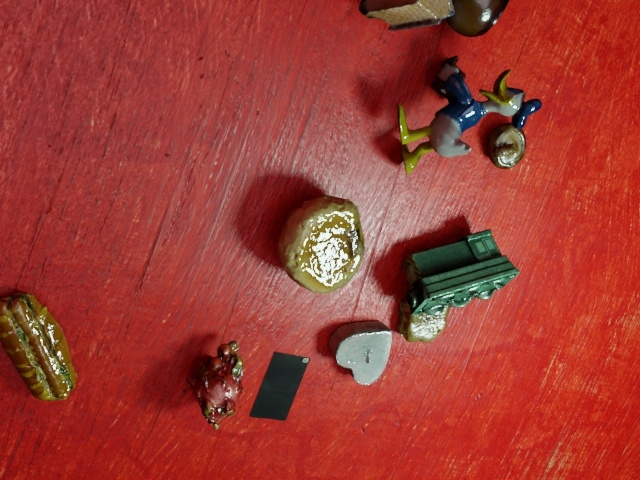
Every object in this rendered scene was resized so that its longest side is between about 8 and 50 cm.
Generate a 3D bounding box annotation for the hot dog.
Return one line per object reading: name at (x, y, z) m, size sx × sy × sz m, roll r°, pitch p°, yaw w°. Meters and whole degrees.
hot dog at (-0.589, 0.225, 1.340) m, size 0.115 × 0.072 × 0.269 m, roll -31°, pitch 119°, yaw -24°

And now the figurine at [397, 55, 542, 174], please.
figurine at (0.363, -0.318, 1.570) m, size 0.337 × 0.284 × 0.205 m, roll -3°, pitch 150°, yaw 14°

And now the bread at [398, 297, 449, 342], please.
bread at (0.289, 0.222, 1.811) m, size 0.140 × 0.069 × 0.128 m, roll -4°, pitch 110°, yaw -26°

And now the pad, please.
pad at (-0.106, 0.387, 1.696) m, size 0.116 × 0.004 × 0.193 m, roll 17°, pitch 99°, yaw -31°

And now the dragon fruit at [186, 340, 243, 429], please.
dragon fruit at (-0.243, 0.337, 1.529) m, size 0.149 × 0.133 × 0.208 m, roll 21°, pitch 87°, yaw -25°

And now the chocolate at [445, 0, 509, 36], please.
chocolate at (0.355, -0.579, 1.523) m, size 0.176 × 0.176 × 0.177 m, roll -10°, pitch 112°, yaw -25°

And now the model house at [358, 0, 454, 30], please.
model house at (0.211, -0.571, 1.449) m, size 0.172 × 0.166 × 0.183 m, roll 12°, pitch 86°, yaw -46°

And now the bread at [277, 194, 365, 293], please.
bread at (0.000, 0.000, 1.541) m, size 0.244 × 0.134 × 0.245 m, roll -12°, pitch 114°, yaw -28°

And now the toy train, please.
toy train at (0.368, 0.088, 1.748) m, size 0.330 × 0.178 × 0.138 m, roll -13°, pitch 158°, yaw -19°

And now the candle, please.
candle at (0.121, 0.292, 1.745) m, size 0.168 × 0.068 × 0.192 m, roll -41°, pitch 123°, yaw -6°

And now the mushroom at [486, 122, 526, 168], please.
mushroom at (0.511, -0.257, 1.749) m, size 0.127 × 0.087 × 0.127 m, roll -10°, pitch 115°, yaw -22°
